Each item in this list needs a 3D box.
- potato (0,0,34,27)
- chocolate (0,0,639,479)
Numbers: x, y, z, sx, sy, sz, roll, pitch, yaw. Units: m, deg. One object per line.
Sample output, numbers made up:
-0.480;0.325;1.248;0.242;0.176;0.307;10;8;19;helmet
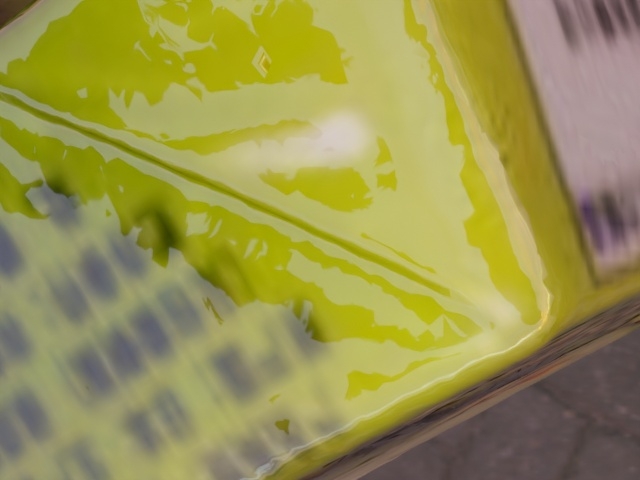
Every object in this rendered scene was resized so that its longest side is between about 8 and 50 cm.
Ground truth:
-0.100;-0.171;0.668;0.301;0.289;0.237;35;139;30;potato
0.000;0.000;0.533;0.289;0.301;0.137;-33;81;32;chocolate
